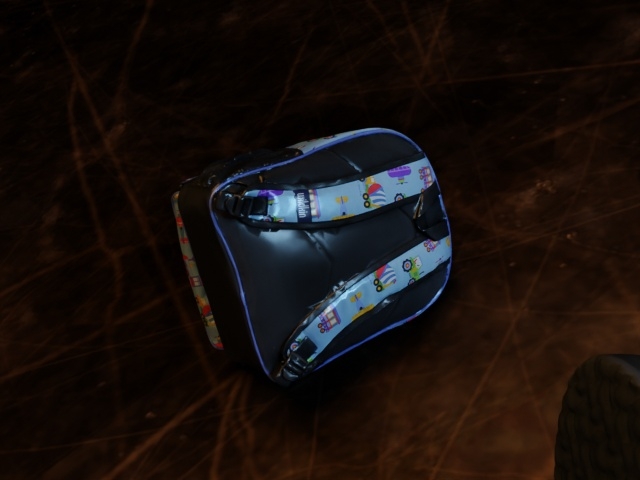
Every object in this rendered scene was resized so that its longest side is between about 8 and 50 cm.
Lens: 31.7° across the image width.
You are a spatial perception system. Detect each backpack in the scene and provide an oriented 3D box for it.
[{"bbox_3d":[0.000,0.000,0.801,0.173,0.158,0.117,-24,14,-24],"label":"backpack"}]

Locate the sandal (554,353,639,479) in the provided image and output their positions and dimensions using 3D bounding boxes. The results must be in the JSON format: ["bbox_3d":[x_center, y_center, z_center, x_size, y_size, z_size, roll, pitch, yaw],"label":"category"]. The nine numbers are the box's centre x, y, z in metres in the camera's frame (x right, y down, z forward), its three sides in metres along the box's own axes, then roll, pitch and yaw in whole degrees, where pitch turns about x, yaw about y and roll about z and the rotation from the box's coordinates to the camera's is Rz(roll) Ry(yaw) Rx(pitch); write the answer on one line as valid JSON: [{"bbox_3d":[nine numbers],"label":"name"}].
[{"bbox_3d":[0.208,0.221,0.413,0.107,0.167,0.446,-4,39,-16],"label":"sandal"}]
